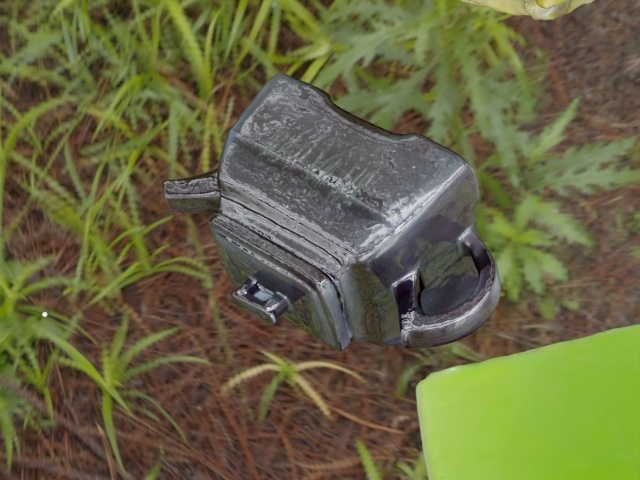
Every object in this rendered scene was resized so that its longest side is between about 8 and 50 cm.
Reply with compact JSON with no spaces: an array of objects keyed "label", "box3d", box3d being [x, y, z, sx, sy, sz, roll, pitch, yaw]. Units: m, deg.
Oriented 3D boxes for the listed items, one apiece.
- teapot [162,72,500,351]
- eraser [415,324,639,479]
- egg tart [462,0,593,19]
[{"label":"teapot","box3d":[0.000,0.000,0.665,0.177,0.087,0.096,29,61,33]},{"label":"eraser","box3d":[0.169,0.167,0.825,0.210,0.274,0.092,-14,122,5]},{"label":"egg tart","box3d":[0.131,-0.338,0.957,0.388,0.169,0.388,9,75,-35]}]
